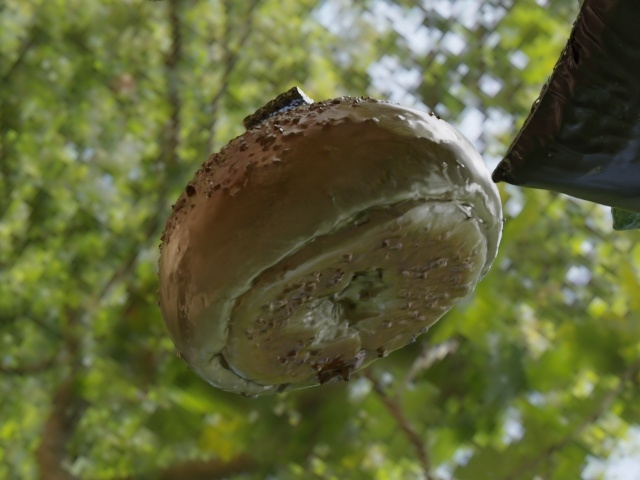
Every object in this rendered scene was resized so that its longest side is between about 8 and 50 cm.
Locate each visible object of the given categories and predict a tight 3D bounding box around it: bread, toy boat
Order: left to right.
[{"bbox_3d":[-0.011,-0.087,1.716,0.063,0.115,0.016,-30,-136,19],"label":"toy boat"},{"bbox_3d":[0.000,0.000,1.546,0.305,0.305,0.159,-45,-119,24],"label":"bread"}]

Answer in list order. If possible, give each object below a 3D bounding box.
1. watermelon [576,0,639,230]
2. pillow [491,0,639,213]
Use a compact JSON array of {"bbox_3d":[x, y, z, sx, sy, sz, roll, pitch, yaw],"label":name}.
[{"bbox_3d":[0.292,-0.193,1.536,0.289,0.320,0.213,-31,-160,-13],"label":"watermelon"},{"bbox_3d":[0.212,-0.102,1.287,0.055,0.141,0.208,-95,-158,-47],"label":"pillow"}]
